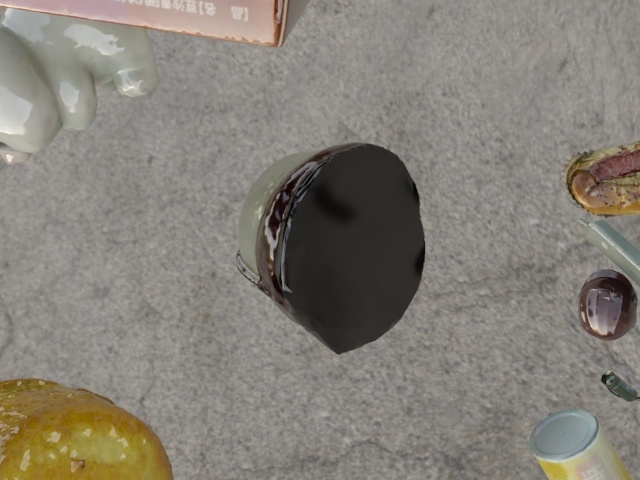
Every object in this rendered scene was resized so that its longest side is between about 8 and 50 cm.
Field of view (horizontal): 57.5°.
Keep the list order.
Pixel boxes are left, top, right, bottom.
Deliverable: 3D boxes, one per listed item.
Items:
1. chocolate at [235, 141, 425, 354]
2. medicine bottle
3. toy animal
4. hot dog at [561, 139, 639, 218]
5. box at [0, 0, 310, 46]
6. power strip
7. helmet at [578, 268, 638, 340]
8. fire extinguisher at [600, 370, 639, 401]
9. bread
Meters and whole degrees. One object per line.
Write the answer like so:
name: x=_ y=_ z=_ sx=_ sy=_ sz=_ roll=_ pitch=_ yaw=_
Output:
chocolate: x=0.000 y=0.000 z=0.821 sx=0.186 sy=0.283 sz=0.283 roll=6 pitch=80 yaw=45
medicine bottle: x=0.263 y=0.253 z=0.516 sx=0.074 sy=0.074 sz=0.218 roll=-30 pitch=101 yaw=20
toy animal: x=-0.400 y=-0.218 z=0.700 sx=0.367 sy=0.241 sz=0.196 roll=-42 pitch=31 yaw=-26
hot dog: x=0.489 y=-0.100 z=0.881 sx=0.253 sy=0.069 sz=0.131 roll=-12 pitch=77 yaw=0
box: x=-0.177 y=-0.325 z=0.540 sx=0.385 sy=0.122 sz=0.344 roll=10 pitch=40 yaw=6
power strip: x=0.537 y=0.041 z=1.001 sx=0.027 sy=0.060 sz=0.252 roll=-34 pitch=54 yaw=0
helmet: x=0.496 y=0.119 z=1.022 sx=0.098 sy=0.070 sz=0.123 roll=-2 pitch=103 yaw=46
fire extinguisher: x=0.503 y=0.249 z=0.976 sx=0.038 sy=0.083 sz=0.025 roll=-30 pitch=31 yaw=52
bread: x=-0.346 y=0.360 z=0.739 sx=0.204 sy=0.358 sz=0.337 roll=1 pitch=67 yaw=35
